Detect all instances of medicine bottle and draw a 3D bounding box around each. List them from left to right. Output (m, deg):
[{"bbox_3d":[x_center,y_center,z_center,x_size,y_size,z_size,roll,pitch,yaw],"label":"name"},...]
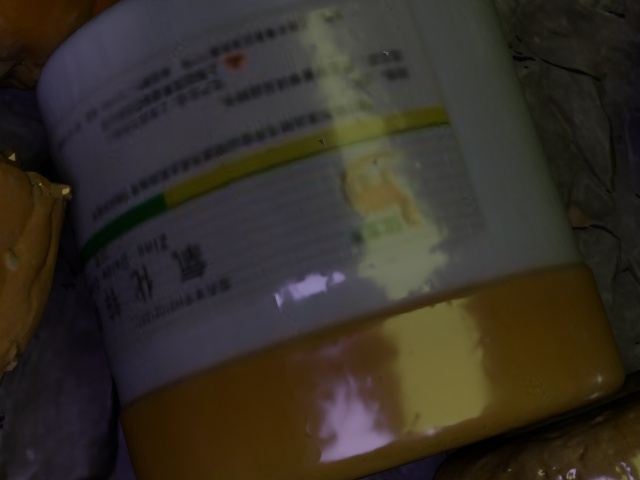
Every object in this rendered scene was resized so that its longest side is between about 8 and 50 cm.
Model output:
[{"bbox_3d":[0.000,0.000,0.663,0.238,0.238,0.232,-13,79,-32],"label":"medicine bottle"}]

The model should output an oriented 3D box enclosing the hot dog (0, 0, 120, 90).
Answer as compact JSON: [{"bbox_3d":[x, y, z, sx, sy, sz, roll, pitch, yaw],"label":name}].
[{"bbox_3d":[-0.154,-0.262,0.694,0.367,0.196,0.365,-5,80,-28],"label":"hot dog"}]

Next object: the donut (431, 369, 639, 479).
[{"bbox_3d":[0.184,0.141,0.739,0.261,0.208,0.128,-17,82,-37],"label":"donut"}]

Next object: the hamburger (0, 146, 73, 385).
[{"bbox_3d":[-0.256,0.019,0.567,0.282,0.155,0.245,-44,109,-21],"label":"hamburger"}]
